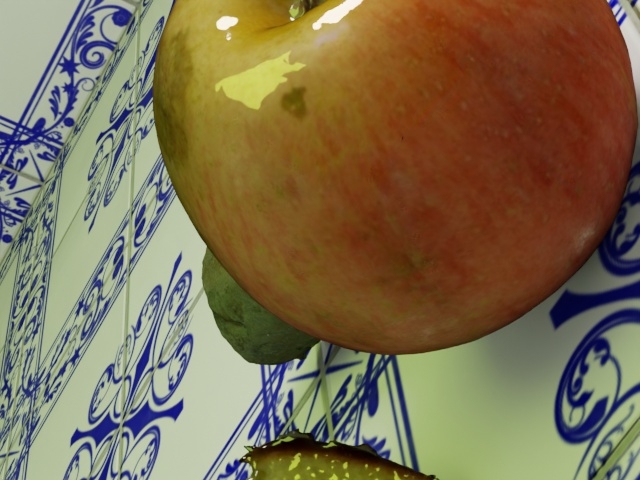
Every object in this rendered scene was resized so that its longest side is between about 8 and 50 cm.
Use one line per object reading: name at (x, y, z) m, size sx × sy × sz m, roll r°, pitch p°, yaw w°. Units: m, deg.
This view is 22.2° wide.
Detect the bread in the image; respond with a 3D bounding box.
bread at (0.010, 0.225, 1.260) m, size 0.169 × 0.160 × 0.140 m, roll -27°, pitch 42°, yaw 63°

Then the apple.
apple at (0.049, -0.102, 1.225) m, size 0.364 × 0.364 × 0.364 m, roll -54°, pitch 22°, yaw 33°

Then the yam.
yam at (0.000, 0.000, 1.557) m, size 0.304 × 0.168 × 0.168 m, roll -41°, pitch 31°, yaw 51°
